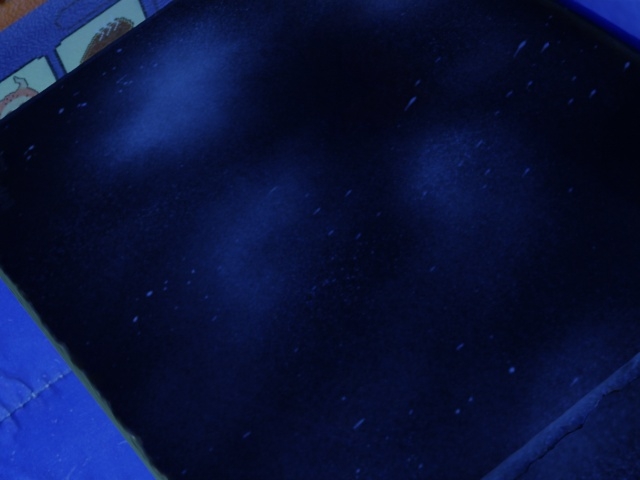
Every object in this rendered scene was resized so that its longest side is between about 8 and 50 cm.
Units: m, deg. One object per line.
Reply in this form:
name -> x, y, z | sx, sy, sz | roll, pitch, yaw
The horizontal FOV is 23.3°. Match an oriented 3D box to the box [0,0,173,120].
box -> -0.305, -0.191, 1.125 | 0.348, 0.319, 0.257 | 49, 169, 26

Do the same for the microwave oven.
microwave oven -> 0.088, 0.108, 0.641 | 0.432, 0.236, 0.374 | 43, 166, 44
